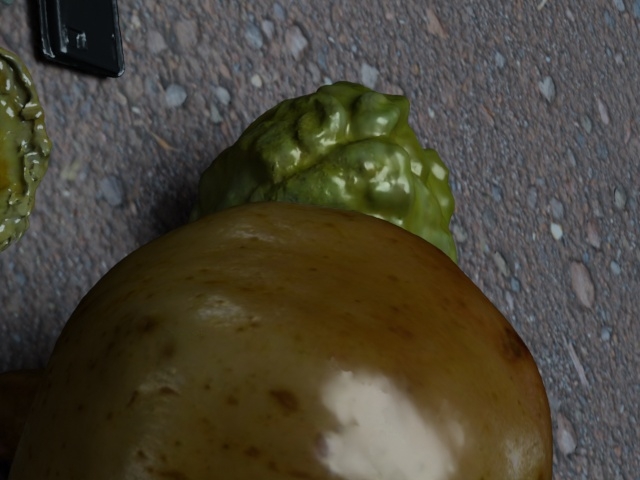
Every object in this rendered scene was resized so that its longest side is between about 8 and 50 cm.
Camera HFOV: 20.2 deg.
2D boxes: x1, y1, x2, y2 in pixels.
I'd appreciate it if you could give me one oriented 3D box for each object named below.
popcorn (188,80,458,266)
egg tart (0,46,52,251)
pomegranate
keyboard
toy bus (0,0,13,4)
[{"bbox_3d":[0.000,0.000,1.443,0.242,0.235,0.250,-23,110,-57],"label":"popcorn"},{"bbox_3d":[-0.281,-0.069,1.228,0.212,0.090,0.212,26,53,-41],"label":"egg tart"},{"bbox_3d":[-0.053,0.158,1.200,0.410,0.410,0.410,27,54,-43],"label":"pomegranate"},{"bbox_3d":[-0.205,-0.245,1.465,0.094,0.025,0.230,14,63,-51],"label":"keyboard"},{"bbox_3d":[-0.272,-0.274,1.273,0.276,0.165,0.133,17,57,-47],"label":"toy bus"}]
